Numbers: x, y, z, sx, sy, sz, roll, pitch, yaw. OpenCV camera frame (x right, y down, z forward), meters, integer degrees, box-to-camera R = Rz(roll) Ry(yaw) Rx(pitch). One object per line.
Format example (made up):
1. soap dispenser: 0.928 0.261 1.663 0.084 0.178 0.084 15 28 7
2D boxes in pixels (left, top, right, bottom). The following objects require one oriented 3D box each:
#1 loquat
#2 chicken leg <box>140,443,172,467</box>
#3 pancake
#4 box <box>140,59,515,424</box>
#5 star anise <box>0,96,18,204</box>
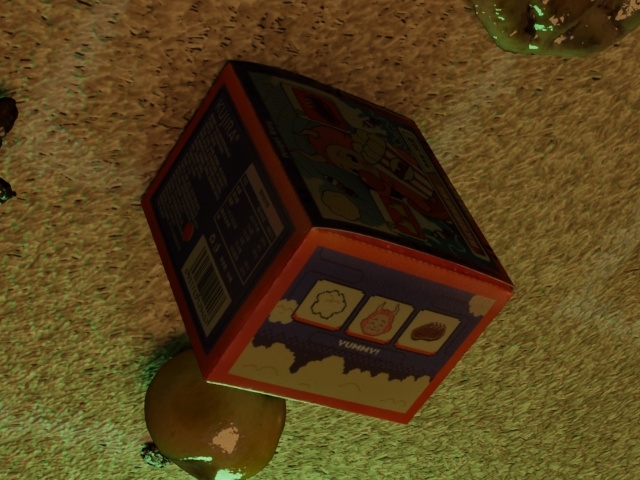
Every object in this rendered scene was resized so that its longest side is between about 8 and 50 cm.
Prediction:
1. loquat: -0.153 0.254 1.847 0.213 0.213 0.213 -12 133 -14
2. chicken leg: -0.248 0.340 2.000 0.083 0.021 0.036 23 107 -38
3. pancake: 0.346 -0.386 1.586 0.387 0.082 0.387 -15 135 -16
4. box: 0.000 0.000 1.585 0.319 0.348 0.257 17 120 -33
5. star anise: -0.446 -0.085 1.472 0.190 0.126 0.220 6 123 -32
